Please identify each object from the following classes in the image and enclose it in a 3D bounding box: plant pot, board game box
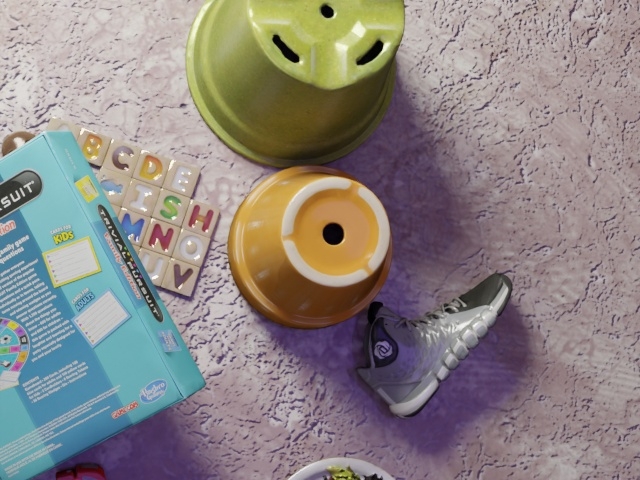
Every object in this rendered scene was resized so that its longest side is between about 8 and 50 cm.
[{"bbox_3d":[0.000,0.000,1.523,0.205,0.188,0.205,1,83,-11],"label":"plant pot"},{"bbox_3d":[-0.323,0.080,1.455,0.254,0.079,0.336,-28,89,14],"label":"board game box"},{"bbox_3d":[-0.015,-0.243,1.516,0.276,0.254,0.276,1,83,-10],"label":"plant pot"}]

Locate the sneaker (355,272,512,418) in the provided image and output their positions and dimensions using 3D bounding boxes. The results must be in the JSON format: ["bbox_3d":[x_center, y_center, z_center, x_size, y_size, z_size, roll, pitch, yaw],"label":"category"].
[{"bbox_3d":[0.132,0.101,1.591,0.132,0.086,0.229,41,79,-1],"label":"sneaker"}]

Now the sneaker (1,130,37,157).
[{"bbox_3d":[-0.317,-0.056,1.519,0.066,0.071,0.188,-35,91,-13],"label":"sneaker"}]

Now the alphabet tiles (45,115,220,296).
[{"bbox_3d":[-0.254,-0.023,1.569,0.237,0.009,0.198,19,80,-8],"label":"alphabet tiles"}]

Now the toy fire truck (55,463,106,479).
[{"bbox_3d":[-0.233,0.354,1.507,0.135,0.047,0.192,-13,85,-13],"label":"toy fire truck"}]

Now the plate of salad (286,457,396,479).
[{"bbox_3d":[0.027,0.368,1.556,0.200,0.048,0.200,1,83,-10],"label":"plate of salad"}]
